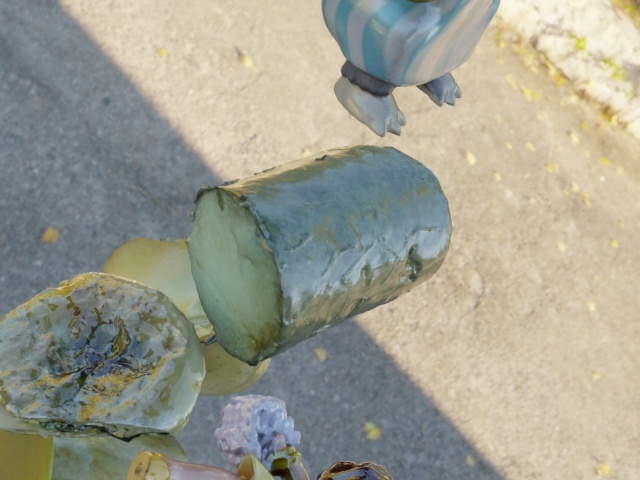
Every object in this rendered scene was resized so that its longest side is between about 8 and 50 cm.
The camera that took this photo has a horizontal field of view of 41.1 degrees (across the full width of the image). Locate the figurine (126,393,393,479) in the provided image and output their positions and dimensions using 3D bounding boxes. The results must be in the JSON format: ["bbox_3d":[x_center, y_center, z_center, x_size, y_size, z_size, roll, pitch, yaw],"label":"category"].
[{"bbox_3d":[-0.018,0.195,0.545,0.240,0.116,0.174,23,74,-18],"label":"figurine"}]

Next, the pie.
[{"bbox_3d":[-0.223,0.112,0.844,0.218,0.052,0.185,1,50,-5],"label":"pie"}]

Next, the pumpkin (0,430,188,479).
[{"bbox_3d":[-0.333,0.325,1.010,0.199,0.332,0.332,46,33,-33],"label":"pumpkin"}]

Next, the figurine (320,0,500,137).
[{"bbox_3d":[0.023,-0.347,0.708,0.378,0.361,0.266,43,44,20],"label":"figurine"}]

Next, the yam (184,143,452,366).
[{"bbox_3d":[0.000,0.000,0.966,0.300,0.195,0.195,-21,74,-44],"label":"yam"}]

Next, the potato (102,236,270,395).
[{"bbox_3d":[-0.185,0.129,1.297,0.242,0.286,0.242,4,90,-72],"label":"potato"}]
